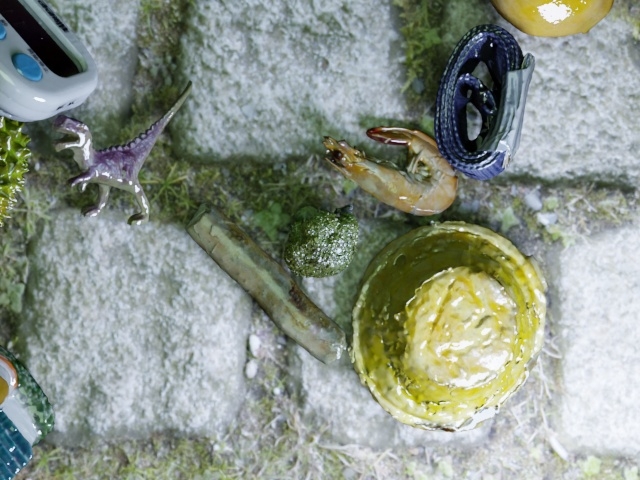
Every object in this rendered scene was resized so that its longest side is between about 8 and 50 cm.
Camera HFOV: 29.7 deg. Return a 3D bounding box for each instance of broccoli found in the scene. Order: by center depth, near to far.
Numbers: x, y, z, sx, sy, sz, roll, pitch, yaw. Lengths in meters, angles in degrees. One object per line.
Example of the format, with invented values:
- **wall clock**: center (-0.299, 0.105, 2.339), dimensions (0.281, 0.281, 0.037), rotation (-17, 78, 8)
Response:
- **broccoli**: center (0.000, 0.000, 1.859), dimensions (0.130, 0.131, 0.120), rotation (-28, 53, -5)

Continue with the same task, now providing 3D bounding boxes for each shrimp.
- **shrimp**: center (0.113, -0.125, 1.901), dimensions (0.236, 0.053, 0.133), rotation (24, 86, -9)

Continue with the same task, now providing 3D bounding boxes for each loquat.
- **loquat**: center (0.357, -0.428, 1.866), dimensions (0.238, 0.193, 0.238), rotation (1, 111, 2)

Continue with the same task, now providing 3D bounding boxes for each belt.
- **belt**: center (0.259, -0.213, 1.885), dimensions (0.139, 0.126, 0.231), rotation (10, 88, 18)

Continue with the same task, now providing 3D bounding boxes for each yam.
- **yam**: center (-0.083, 0.068, 1.866), dimensions (0.317, 0.067, 0.071), rotation (44, 108, -7)

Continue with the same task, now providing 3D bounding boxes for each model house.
- **model house**: center (-0.526, 0.291, 1.699), dimensions (0.271, 0.301, 0.190), rotation (-34, 101, -7)

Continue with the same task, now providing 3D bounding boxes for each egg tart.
- **egg tart**: center (0.206, 0.135, 1.871), dimensions (0.341, 0.132, 0.341), rotation (0, 89, -9)

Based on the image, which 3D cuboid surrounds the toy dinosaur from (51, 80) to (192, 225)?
- **toy dinosaur**: center (-0.293, -0.126, 1.825), dimensions (0.251, 0.072, 0.200), rotation (-11, 115, -32)

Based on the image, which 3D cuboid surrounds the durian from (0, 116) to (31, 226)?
- **durian**: center (-0.546, -0.115, 1.723), dimensions (0.291, 0.224, 0.291), rotation (-2, 97, -14)

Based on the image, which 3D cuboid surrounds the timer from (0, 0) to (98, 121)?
- **timer**: center (-0.452, -0.285, 1.737), dimensions (0.087, 0.237, 0.262), rotation (-41, 91, 23)
